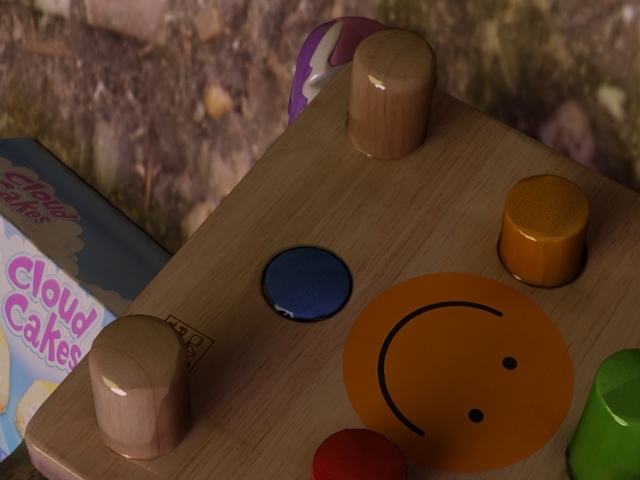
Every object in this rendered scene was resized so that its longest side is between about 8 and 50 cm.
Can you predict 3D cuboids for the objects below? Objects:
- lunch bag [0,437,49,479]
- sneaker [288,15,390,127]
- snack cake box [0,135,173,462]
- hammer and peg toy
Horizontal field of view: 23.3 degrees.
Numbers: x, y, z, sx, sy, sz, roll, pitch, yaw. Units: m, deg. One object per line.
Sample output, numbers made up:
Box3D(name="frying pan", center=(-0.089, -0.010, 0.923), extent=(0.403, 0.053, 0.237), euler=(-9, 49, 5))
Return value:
Box3D(name="lunch bag", center=(-0.039, 0.237, 0.800), extent=(0.235, 0.169, 0.287), euler=(12, 125, 25))
Box3D(name="sneaker", center=(0.000, 0.000, 0.823), extent=(0.104, 0.095, 0.236), euler=(11, 104, 49))
Box3D(name="snack cake box", center=(-0.161, 0.063, 0.978), extent=(0.264, 0.089, 0.152), euler=(37, 120, 33))
Box3D(name="hammer and peg toy", center=(0.018, 0.089, 0.611), extent=(0.266, 0.361, 0.127), euler=(31, 149, 17))
